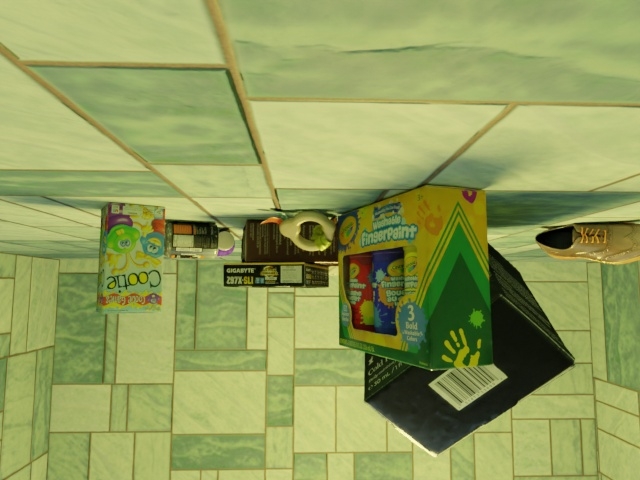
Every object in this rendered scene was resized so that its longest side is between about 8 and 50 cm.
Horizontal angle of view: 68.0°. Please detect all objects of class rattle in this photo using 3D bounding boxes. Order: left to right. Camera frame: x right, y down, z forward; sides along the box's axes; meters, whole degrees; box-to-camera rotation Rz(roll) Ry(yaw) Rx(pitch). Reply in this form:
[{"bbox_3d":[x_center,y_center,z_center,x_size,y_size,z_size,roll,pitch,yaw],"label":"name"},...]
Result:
[{"bbox_3d":[-0.054,-0.062,1.334,0.200,0.142,0.130,15,141,0],"label":"rattle"}]

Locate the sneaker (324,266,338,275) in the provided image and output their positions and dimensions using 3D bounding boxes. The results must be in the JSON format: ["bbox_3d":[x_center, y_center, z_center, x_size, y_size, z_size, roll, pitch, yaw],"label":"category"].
[{"bbox_3d":[0.081,0.095,1.784,0.305,0.152,0.114,-29,-157,-38],"label":"sneaker"}]

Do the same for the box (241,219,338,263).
[{"bbox_3d":[-0.063,0.014,1.563,0.382,0.143,0.191,3,173,-12],"label":"box"}]

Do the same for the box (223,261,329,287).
[{"bbox_3d":[-0.130,0.116,1.529,0.257,0.079,0.322,-3,173,14],"label":"box"}]

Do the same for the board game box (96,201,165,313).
[{"bbox_3d":[-0.500,0.051,1.247,0.142,0.275,0.144,4,173,-31],"label":"board game box"}]

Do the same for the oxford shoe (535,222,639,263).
[{"bbox_3d":[0.872,0.004,1.505,0.133,0.129,0.364,15,165,-39],"label":"oxford shoe"}]

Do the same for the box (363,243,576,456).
[{"bbox_3d":[0.392,0.275,1.421,0.297,0.480,0.471,41,-159,-10],"label":"box"}]

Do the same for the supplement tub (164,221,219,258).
[{"bbox_3d":[-0.428,-0.001,1.520,0.191,0.116,0.117,3,174,-20],"label":"supplement tub"}]

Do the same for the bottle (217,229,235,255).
[{"bbox_3d":[-0.381,0.013,1.769,0.118,0.092,0.283,2,174,-21],"label":"bottle"}]

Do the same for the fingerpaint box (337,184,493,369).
[{"bbox_3d":[0.196,0.092,1.157,0.163,0.370,0.445,2,175,-22],"label":"fingerpaint box"}]
